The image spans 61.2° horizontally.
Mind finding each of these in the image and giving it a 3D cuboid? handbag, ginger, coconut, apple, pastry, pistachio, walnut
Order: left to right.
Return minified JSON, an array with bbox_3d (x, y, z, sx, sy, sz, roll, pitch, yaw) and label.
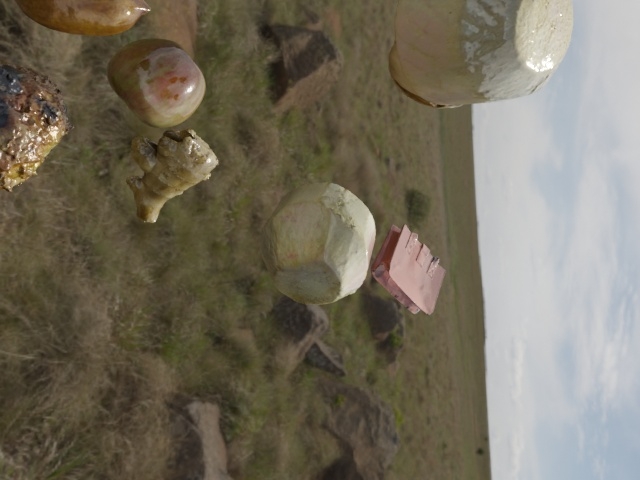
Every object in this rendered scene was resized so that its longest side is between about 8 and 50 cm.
[{"bbox_3d":[-0.900,-0.348,1.514,0.338,0.405,0.292,-34,167,-32],"label":"pastry"},{"bbox_3d":[-0.379,-0.386,0.863,0.116,0.208,0.115,-176,-90,-77],"label":"walnut"},{"bbox_3d":[-0.466,-0.459,1.555,0.256,0.234,0.257,54,3,-4],"label":"apple"},{"bbox_3d":[-0.499,-0.201,1.680,0.236,0.375,0.166,28,25,-54],"label":"ginger"},{"bbox_3d":[0.000,0.000,1.157,0.259,0.260,0.258,-3,90,-75],"label":"coconut"},{"bbox_3d":[0.225,0.074,1.349,0.212,0.059,0.157,43,59,-33],"label":"handbag"},{"bbox_3d":[0.259,-0.405,1.286,0.157,0.229,0.157,-47,174,-6],"label":"pistachio"},{"bbox_3d":[0.282,-0.390,1.002,0.329,0.329,0.328,-3,90,-75],"label":"coconut"}]
